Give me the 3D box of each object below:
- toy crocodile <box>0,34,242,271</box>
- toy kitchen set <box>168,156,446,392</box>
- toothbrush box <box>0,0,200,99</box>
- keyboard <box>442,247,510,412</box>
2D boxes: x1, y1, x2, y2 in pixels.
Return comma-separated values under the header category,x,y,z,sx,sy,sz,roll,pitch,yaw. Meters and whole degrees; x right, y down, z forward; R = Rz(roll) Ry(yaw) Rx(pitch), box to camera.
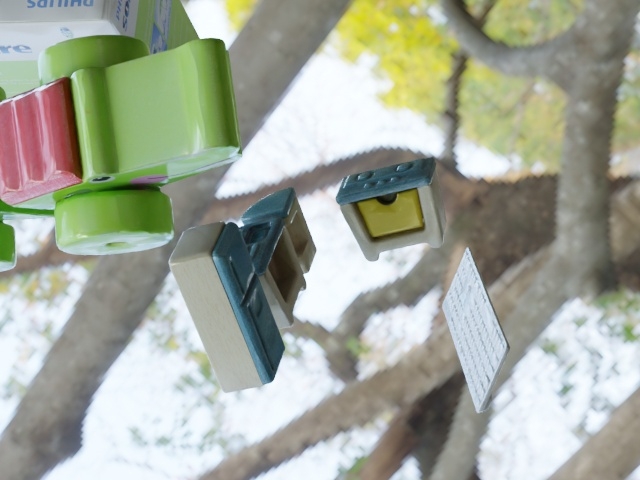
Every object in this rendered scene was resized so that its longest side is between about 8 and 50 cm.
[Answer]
category,x,y,z,sx,sy,sz,roll,pitch,yaw
toy crocodile,-0.179,-0.045,0.958,0.105,0.341,0.115,3,-100,-50
toy kitchen set,0.000,0.000,1.319,0.207,0.166,0.122,-71,-35,-58
toothbrush box,-0.233,-0.173,1.467,0.283,0.206,0.122,60,-148,-67
keyboard,0.150,0.082,1.639,0.014,0.072,0.256,12,-161,-8
